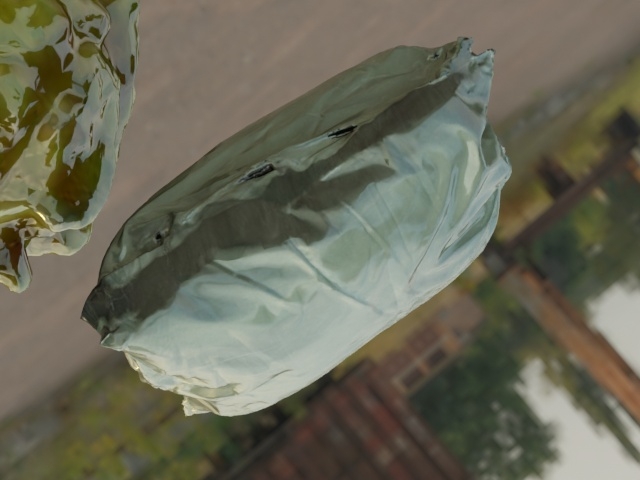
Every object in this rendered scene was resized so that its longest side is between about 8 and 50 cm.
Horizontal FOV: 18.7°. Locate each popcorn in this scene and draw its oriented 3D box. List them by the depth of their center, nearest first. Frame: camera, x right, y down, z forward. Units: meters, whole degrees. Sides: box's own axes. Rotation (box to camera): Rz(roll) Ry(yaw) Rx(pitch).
[{"bbox_3d":[-0.270,-0.121,1.414,0.321,0.290,0.326,-66,-170,-10],"label":"popcorn"}]

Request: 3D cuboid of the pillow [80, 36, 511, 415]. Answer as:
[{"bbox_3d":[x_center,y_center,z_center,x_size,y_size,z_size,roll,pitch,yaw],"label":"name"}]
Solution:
[{"bbox_3d":[0.000,0.000,1.301,0.310,0.138,0.283,-37,162,-5],"label":"pillow"}]
